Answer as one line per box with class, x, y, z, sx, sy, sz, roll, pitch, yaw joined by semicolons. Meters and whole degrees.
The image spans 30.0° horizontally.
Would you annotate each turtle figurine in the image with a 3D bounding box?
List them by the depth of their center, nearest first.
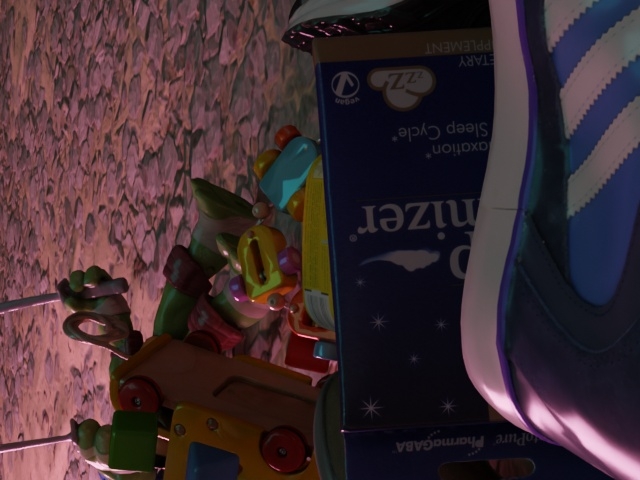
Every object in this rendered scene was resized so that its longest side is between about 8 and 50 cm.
turtle figurine;-0.161;0.078;0.947;0.266;0.274;0.198;-55;2;16

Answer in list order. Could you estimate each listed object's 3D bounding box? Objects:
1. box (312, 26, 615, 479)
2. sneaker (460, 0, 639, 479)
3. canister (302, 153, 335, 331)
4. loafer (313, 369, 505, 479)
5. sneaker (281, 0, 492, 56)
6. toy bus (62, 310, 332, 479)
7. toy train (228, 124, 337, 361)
box;0.072;0.011;0.563;0.036;0.136;0.225;95;171;-81
sneaker;0.167;-0.056;0.394;0.236;0.130;0.323;15;99;56
canister;0.051;0.003;0.682;0.170;0.073;0.126;-172;83;-66
loafer;0.080;0.148;0.606;0.251;0.094;0.087;57;136;36
sneaker;0.067;-0.158;0.647;0.271;0.100;0.108;-23;54;59
toy bus;-0.061;0.134;0.777;0.202;0.190;0.104;-136;52;-57
toy train;0.000;0.000;0.831;0.125;0.046;0.166;1;79;37
